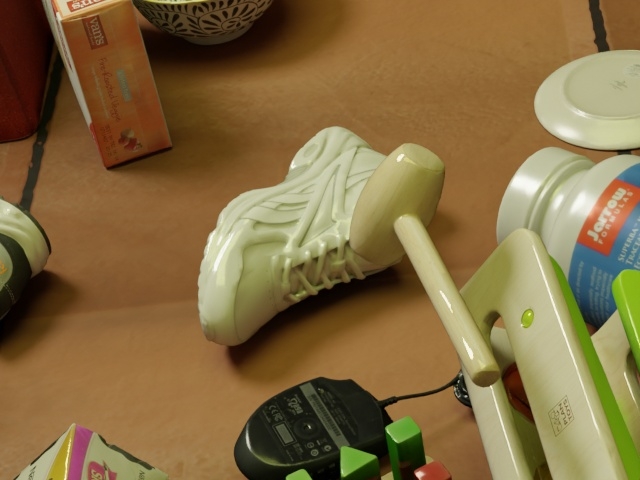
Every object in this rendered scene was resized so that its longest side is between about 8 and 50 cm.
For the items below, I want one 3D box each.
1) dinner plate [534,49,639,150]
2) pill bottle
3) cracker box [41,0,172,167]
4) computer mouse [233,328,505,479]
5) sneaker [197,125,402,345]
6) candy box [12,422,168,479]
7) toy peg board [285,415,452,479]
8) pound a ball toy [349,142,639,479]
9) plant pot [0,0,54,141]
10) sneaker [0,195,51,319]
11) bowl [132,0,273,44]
[{"bbox_3d":[0.248,-0.123,1.402,0.141,0.017,0.141,-6,39,5],"label":"dinner plate"},{"bbox_3d":[0.233,0.014,1.156,0.221,0.124,0.124,25,52,37],"label":"pill bottle"},{"bbox_3d":[-0.204,-0.193,1.486,0.067,0.155,0.232,-19,39,-9],"label":"cracker box"},{"bbox_3d":[0.054,0.116,1.153,0.242,0.041,0.071,-17,48,-17],"label":"computer mouse"},{"bbox_3d":[0.000,0.000,1.261,0.115,0.090,0.232,20,49,28],"label":"sneaker"},{"bbox_3d":[-0.186,0.232,0.937,0.233,0.071,0.159,-42,28,29],"label":"candy box"},{"bbox_3d":[0.034,0.196,1.022,0.161,0.079,0.160,-25,41,-15],"label":"toy peg board"},{"bbox_3d":[0.128,0.112,0.992,0.208,0.135,0.319,13,41,-27],"label":"pound a ball toy"},{"bbox_3d":[-0.404,-0.248,1.540,0.267,0.235,0.267,-7,39,5],"label":"plant pot"},{"bbox_3d":[-0.353,0.014,1.325,0.272,0.100,0.108,4,47,18],"label":"sneaker"},{"bbox_3d":[-0.103,-0.235,1.572,0.170,0.080,0.170,-7,40,6],"label":"bowl"}]
